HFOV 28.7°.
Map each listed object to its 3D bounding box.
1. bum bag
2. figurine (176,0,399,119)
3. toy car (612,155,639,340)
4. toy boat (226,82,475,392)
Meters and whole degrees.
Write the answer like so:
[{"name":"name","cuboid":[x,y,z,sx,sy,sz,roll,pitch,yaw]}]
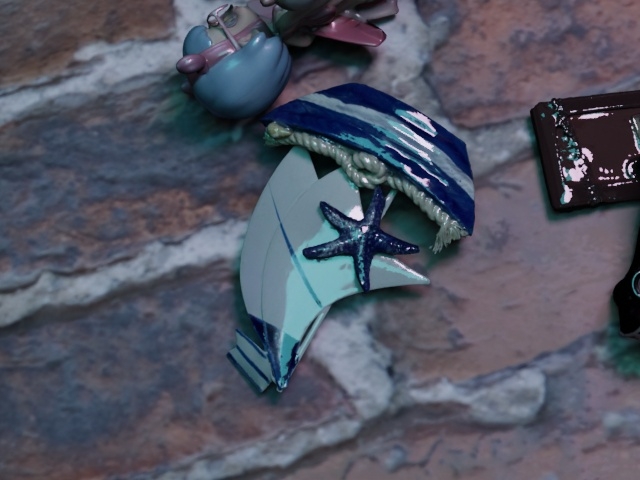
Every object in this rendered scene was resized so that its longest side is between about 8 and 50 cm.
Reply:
[{"name":"bum bag","cuboid":[0.278,-0.085,1.143,0.159,0.026,0.109,-7,72,-2]},{"name":"figurine","cuboid":[-0.010,-0.201,1.141,0.260,0.205,0.103,-31,96,-7]},{"name":"toy car","cuboid":[0.322,-0.008,1.068,0.108,0.089,0.210,12,82,4]},{"name":"toy boat","cuboid":[0.031,-0.001,1.121,0.210,0.070,0.292,5,77,12]}]
